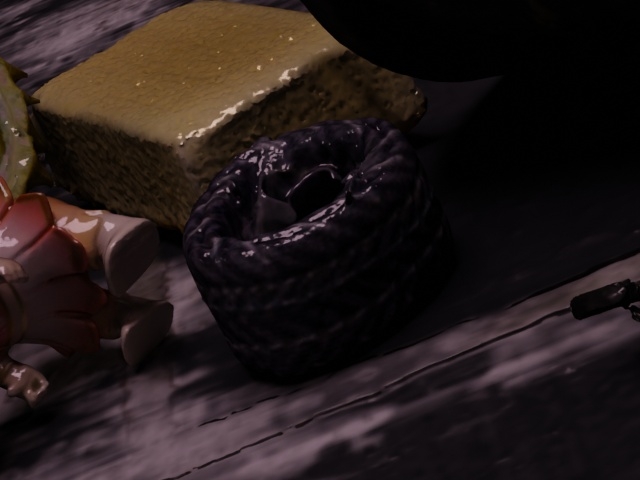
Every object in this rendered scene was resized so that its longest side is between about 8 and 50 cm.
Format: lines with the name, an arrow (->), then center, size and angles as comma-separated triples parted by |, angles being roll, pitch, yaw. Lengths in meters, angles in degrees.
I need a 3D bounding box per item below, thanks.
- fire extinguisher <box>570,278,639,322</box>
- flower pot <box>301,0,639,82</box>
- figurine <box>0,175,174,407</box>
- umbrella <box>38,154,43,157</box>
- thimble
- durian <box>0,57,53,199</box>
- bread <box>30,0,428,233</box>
fire extinguisher -> 0.163, 0.000, 0.622 | 0.157, 0.045, 0.078 | -18, -5, 15
flower pot -> 0.173, -0.202, 0.757 | 0.251, 0.379, 0.379 | 26, 50, 33
figurine -> -0.159, 0.054, 0.753 | 0.102, 0.111, 0.195 | 20, 42, 35
umbrella -> -0.206, -0.027, 1.049 | 0.165, 0.025, 0.027 | -35, 44, -18
thimble -> 0.000, 0.001, 0.741 | 0.095, 0.066, 0.104 | -17, 27, 19
durian -> -0.227, -0.026, 0.886 | 0.172, 0.166, 0.306 | -23, 43, 19
bread -> -0.052, -0.060, 0.918 | 0.125, 0.068, 0.188 | -34, 26, -23
